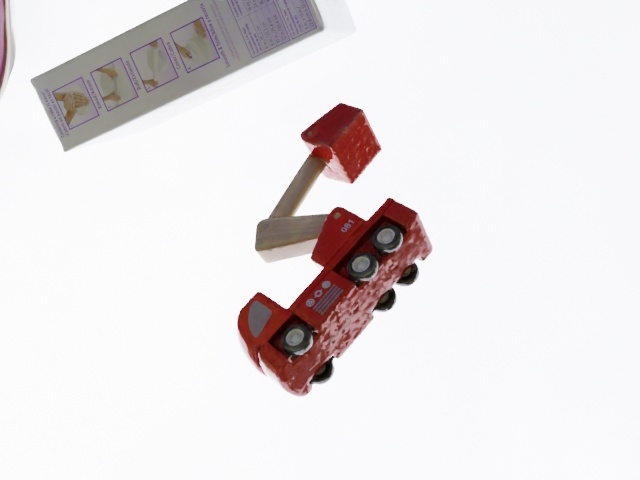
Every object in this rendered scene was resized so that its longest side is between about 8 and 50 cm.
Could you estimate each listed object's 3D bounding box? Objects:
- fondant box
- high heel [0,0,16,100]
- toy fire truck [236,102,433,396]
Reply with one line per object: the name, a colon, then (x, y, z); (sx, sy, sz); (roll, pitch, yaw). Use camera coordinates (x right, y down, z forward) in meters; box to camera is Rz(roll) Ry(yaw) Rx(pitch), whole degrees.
fondant box: (-0.137, -0.222, 0.965); (0.330, 0.238, 0.096); (-23, -82, 15)
high heel: (-0.268, -0.162, 0.577); (0.117, 0.082, 0.244); (26, -65, -28)
toy fire truck: (0.000, 0.000, 0.558); (0.192, 0.047, 0.135); (-47, -131, -13)
